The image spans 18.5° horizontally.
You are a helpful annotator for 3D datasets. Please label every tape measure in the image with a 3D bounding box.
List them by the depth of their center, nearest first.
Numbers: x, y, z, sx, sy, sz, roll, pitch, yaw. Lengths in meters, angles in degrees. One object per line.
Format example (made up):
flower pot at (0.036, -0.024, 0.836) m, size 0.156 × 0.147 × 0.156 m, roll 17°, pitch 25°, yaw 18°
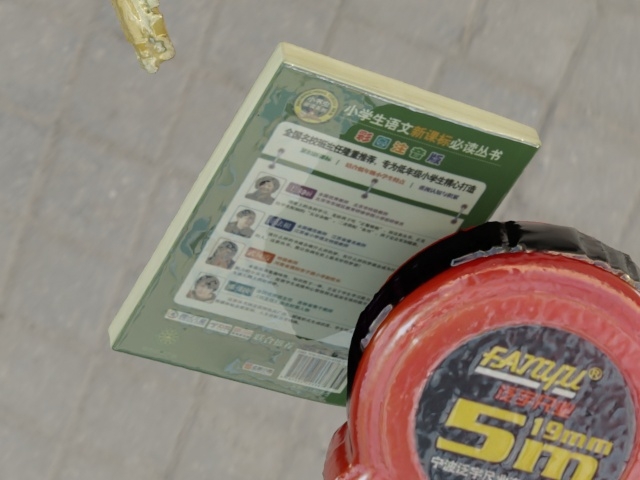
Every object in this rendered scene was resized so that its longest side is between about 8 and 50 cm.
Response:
tape measure at (0.137, 0.116, 1.316) m, size 0.253 × 0.114 × 0.260 m, roll 16°, pitch 106°, yaw -5°

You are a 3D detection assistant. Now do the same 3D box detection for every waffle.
waffle at (-0.143, -0.213, 1.265) m, size 0.032 × 0.125 × 0.191 m, roll -21°, pitch 137°, yaw -3°

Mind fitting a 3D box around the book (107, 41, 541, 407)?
book at (0.000, 0.000, 1.343) m, size 0.202 × 0.027 × 0.264 m, roll 17°, pitch 125°, yaw -25°
